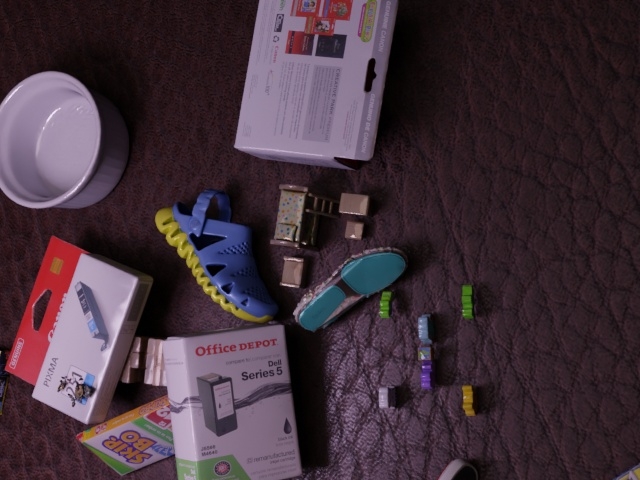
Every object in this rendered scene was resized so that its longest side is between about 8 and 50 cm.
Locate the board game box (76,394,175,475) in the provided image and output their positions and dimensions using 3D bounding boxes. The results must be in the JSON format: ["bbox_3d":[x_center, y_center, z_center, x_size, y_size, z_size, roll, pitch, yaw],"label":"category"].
[{"bbox_3d":[-0.332,0.371,1.912,0.259,0.124,0.039,-24,36,22],"label":"board game box"}]

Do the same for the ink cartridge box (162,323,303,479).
[{"bbox_3d":[-0.157,0.293,1.773,0.115,0.198,0.273,-13,83,63],"label":"ink cartridge box"}]

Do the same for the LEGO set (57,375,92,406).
[{"bbox_3d":[-0.450,0.277,1.858,0.083,0.023,0.054,36,97,33],"label":"LEGO set"}]

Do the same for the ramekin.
[{"bbox_3d":[-0.526,-0.195,2.049,0.277,0.135,0.277,-3,83,23],"label":"ramekin"}]

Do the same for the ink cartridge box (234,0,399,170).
[{"bbox_3d":[0.012,-0.293,1.824,0.271,0.130,0.309,9,88,23],"label":"ink cartridge box"}]

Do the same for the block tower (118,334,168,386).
[{"bbox_3d":[-0.327,0.231,1.937,0.335,0.097,0.091,3,85,22],"label":"block tower"}]

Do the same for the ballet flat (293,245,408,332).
[{"bbox_3d":[0.050,0.073,1.794,0.241,0.077,0.091,-33,108,17],"label":"ballet flat"}]

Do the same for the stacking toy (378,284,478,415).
[{"bbox_3d":[0.188,0.191,1.738,0.167,0.052,0.221,-3,81,22],"label":"stacking toy"}]

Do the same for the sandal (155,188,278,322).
[{"bbox_3d":[-0.179,0.020,1.882,0.138,0.126,0.317,-44,71,9],"label":"sandal"}]

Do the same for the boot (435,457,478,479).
[{"bbox_3d":[0.150,0.462,1.707,0.176,0.088,0.244,12,64,55],"label":"boot"}]

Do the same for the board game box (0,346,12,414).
[{"bbox_3d":[-0.745,0.286,2.140,0.170,0.048,0.141,10,87,25],"label":"board game box"}]

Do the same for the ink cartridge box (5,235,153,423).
[{"bbox_3d":[-0.483,0.165,1.925,0.261,0.066,0.296,21,93,23],"label":"ink cartridge box"}]

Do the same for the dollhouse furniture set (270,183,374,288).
[{"bbox_3d":[0.000,0.000,1.811,0.161,0.101,0.182,7,87,24],"label":"dollhouse furniture set"}]

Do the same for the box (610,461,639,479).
[{"bbox_3d":[0.507,0.484,1.562,0.159,0.044,0.233,-37,71,16],"label":"box"}]
